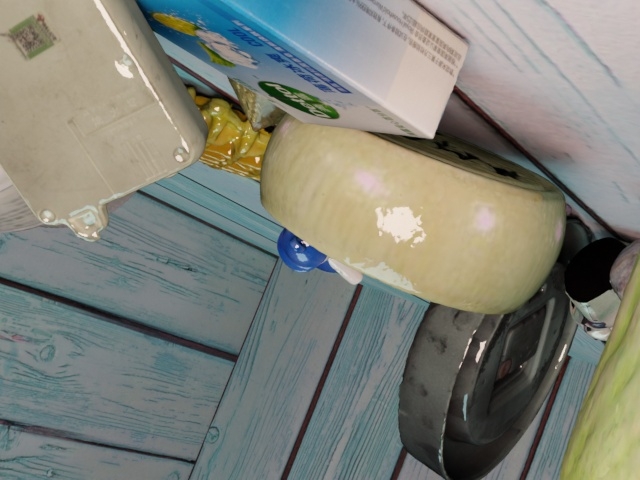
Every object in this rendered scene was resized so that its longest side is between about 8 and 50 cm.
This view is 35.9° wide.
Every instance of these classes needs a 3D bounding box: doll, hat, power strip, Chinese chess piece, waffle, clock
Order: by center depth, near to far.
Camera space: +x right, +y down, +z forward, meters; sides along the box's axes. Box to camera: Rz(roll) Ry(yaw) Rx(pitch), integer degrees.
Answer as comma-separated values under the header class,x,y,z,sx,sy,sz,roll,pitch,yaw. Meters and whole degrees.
class,x,y,z,sx,sy,sz,roll,pitch,yaw
power strip,-0.169,-0.127,0.556,0.270,0.118,0.046,61,-164,-24
Chinese chess piece,0.075,-0.035,0.802,0.250,0.101,0.250,20,-166,-5
doll,0.000,0.000,0.868,0.098,0.058,0.143,52,-166,7
hat,-0.045,-0.126,0.878,0.146,0.067,0.146,21,175,2
clock,0.191,0.112,1.052,0.061,0.312,0.313,25,177,31
waffle,-0.149,-0.135,1.254,0.283,0.065,0.309,18,173,29

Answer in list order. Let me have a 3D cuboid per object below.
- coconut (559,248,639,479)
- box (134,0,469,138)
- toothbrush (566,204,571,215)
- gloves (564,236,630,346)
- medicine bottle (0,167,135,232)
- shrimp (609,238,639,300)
class,x,y,z,sx,sy,sz,roll,pitch,yaw
coconut,0.247,0.080,0.375,0.281,0.328,0.328,18,174,14
box,-0.023,-0.139,0.620,0.194,0.073,0.139,26,173,-40
toothbrush,0.223,-0.043,0.958,0.006,0.008,0.097,0,162,37
gloves,0.350,0.070,1.061,0.111,0.127,0.212,30,178,45
medicine bottle,-0.254,-0.125,0.774,0.241,0.241,0.302,21,175,7
shrimp,0.378,0.052,0.726,0.343,0.116,0.145,14,-165,39
